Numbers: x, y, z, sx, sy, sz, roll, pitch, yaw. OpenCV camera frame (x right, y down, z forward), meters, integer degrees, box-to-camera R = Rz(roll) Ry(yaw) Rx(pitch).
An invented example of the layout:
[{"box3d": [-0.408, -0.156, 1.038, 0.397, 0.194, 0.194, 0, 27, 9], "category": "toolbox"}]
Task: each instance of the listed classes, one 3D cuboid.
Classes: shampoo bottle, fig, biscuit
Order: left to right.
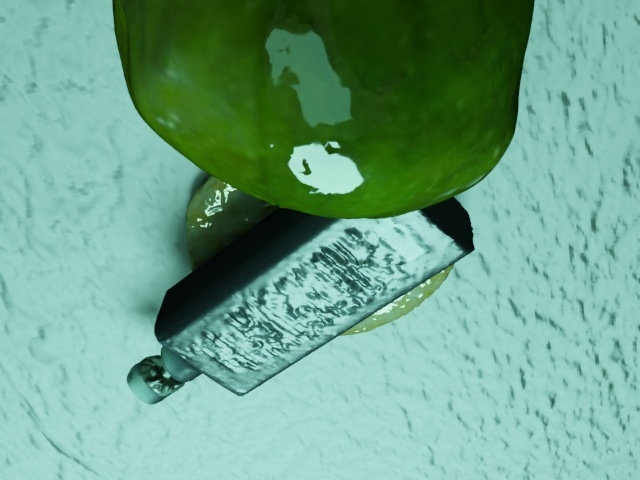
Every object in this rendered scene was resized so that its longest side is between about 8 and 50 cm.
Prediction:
[{"box3d": [-0.038, 0.044, 0.677, 0.309, 0.071, 0.098, -35, 121, 28], "category": "shampoo bottle"}, {"box3d": [0.000, -0.167, 0.477, 0.233, 0.233, 0.314, -5, 91, 0], "category": "fig"}, {"box3d": [0.000, 0.001, 0.707, 0.219, 0.033, 0.220, 0, 130, 0], "category": "biscuit"}]
